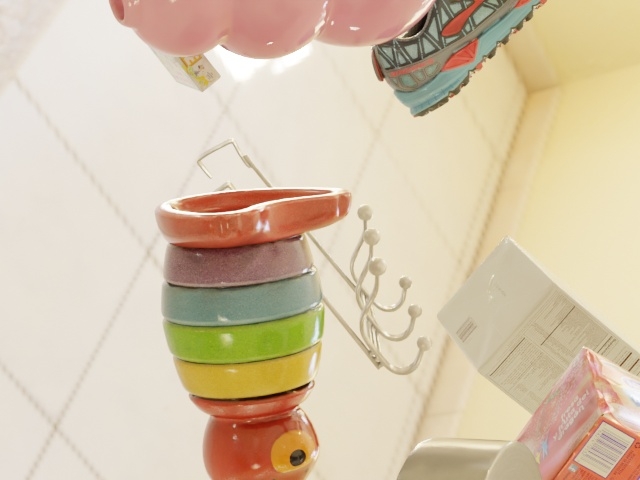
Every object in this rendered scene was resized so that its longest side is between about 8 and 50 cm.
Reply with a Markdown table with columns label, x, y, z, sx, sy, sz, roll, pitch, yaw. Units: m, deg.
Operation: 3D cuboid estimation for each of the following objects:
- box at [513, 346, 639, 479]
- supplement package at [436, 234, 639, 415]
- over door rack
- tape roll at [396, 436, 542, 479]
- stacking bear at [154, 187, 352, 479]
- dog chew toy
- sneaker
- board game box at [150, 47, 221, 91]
| label | x | y | z | sx | sy | sz | roll | pitch | yaw |
| --- | --- | --- | --- | --- | --- | --- | --- | --- | --- |
| box | 0.226 | 0.272 | 1.418 | 0.154 | 0.300 | 0.142 | 29 | 21 | -8 |
| supplement package | 0.289 | 0.133 | 1.986 | 0.203 | 0.149 | 0.194 | 38 | 7 | -20 |
| over door rack | 0.000 | 0.000 | 1.861 | 0.324 | 0.108 | 0.239 | 39 | 11 | -12 |
| tape roll | 0.116 | 0.264 | 1.213 | 0.219 | 0.072 | 0.219 | 1 | 90 | -66 |
| stacking bear | -0.064 | 0.104 | 1.449 | 0.175 | 0.164 | 0.289 | -12 | 101 | -40 |
| dog chew toy | -0.042 | -0.264 | 1.472 | 0.331 | 0.206 | 0.207 | -20 | 97 | -24 |
| sneaker | 0.161 | -0.262 | 1.699 | 0.125 | 0.104 | 0.262 | 45 | 80 | -10 |
| board game box | -0.158 | -0.207 | 1.617 | 0.026 | 0.154 | 0.103 | -39 | 107 | -6 |
